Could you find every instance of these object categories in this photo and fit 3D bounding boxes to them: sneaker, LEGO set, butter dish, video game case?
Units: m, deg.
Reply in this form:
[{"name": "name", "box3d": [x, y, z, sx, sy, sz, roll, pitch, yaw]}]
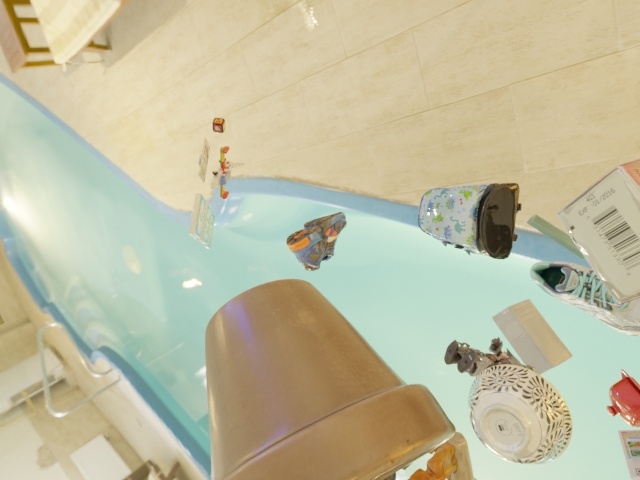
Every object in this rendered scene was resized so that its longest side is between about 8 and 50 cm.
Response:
[{"name": "sneaker", "box3d": [0.558, 0.109, 0.850, 0.109, 0.122, 0.283, -69, 22, 0]}, {"name": "LEGO set", "box3d": [-0.202, -0.111, 0.827, 0.182, 0.060, 0.243, 113, 163, -79]}, {"name": "butter dish", "box3d": [0.974, 0.523, 1.312, 0.118, 0.159, 0.160, -28, 128, 8]}, {"name": "video game case", "box3d": [0.670, 0.408, 0.783, 0.157, 0.143, 0.019, -18, 94, 30]}, {"name": "sneaker", "box3d": [0.000, 0.000, 0.901, 0.083, 0.221, 0.087, -11, 105, 32]}]

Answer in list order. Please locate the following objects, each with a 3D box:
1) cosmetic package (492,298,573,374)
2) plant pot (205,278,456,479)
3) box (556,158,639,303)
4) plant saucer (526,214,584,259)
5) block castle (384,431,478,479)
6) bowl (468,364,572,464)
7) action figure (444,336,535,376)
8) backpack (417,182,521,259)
[{"name": "cosmetic package", "box3d": [0.735, 0.335, 1.438, 0.237, 0.127, 0.107, 65, 147, 26]}, {"name": "plant pot", "box3d": [-0.022, 0.172, 0.465, 0.229, 0.263, 0.263, 61, 141, 31]}, {"name": "box", "box3d": [0.474, -0.034, 0.541, 0.126, 0.233, 0.148, 105, 145, -63]}, {"name": "plant saucer", "box3d": [0.741, -0.016, 1.285, 0.192, 0.067, 0.018, 39, 133, 21]}, {"name": "block castle", "box3d": [0.107, 0.564, 0.961, 0.454, 0.303, 0.212, -7, 93, 47]}, {"name": "bowl", "box3d": [0.318, 0.303, 0.691, 0.170, 0.080, 0.169, 2, 93, 39]}, {"name": "action figure", "box3d": [0.497, 0.347, 1.149, 0.185, 0.285, 0.099, -123, 51, -64]}, {"name": "backpack", "box3d": [0.557, -0.096, 1.618, 0.355, 0.274, 0.289, -140, 53, -72]}]
